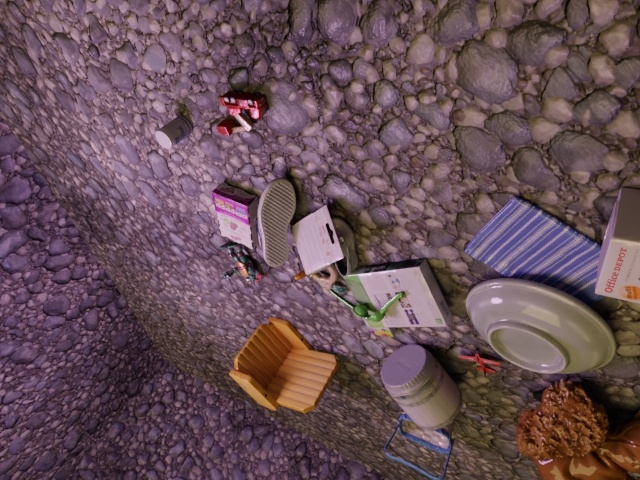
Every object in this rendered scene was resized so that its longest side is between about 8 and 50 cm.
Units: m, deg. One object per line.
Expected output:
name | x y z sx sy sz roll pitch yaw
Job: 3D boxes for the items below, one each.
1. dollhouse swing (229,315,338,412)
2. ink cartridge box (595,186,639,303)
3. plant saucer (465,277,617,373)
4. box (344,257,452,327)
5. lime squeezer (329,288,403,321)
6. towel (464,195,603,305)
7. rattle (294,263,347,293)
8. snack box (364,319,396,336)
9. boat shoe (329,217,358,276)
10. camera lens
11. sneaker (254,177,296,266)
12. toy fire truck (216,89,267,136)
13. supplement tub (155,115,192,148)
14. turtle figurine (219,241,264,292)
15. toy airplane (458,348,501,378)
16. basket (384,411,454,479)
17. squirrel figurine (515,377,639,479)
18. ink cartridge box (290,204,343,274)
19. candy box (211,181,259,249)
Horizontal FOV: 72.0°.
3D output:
dollhouse swing | -0.153 0.558 2.001 0.305 0.346 0.315 -15 119 48
ink cartridge box | 0.699 0.025 0.875 0.233 0.168 0.171 14 139 29
plant saucer | 0.594 0.273 1.248 0.401 0.100 0.400 29 151 18
box | 0.252 0.185 1.481 0.322 0.058 0.232 -12 112 44
lime squeezer | 0.154 0.226 1.512 0.310 0.059 0.109 -3 119 44
towel | 0.569 0.052 1.122 0.336 0.040 0.243 33 143 5
rattle | 0.006 0.163 1.625 0.130 0.142 0.199 -9 120 22
snack box | 0.218 0.306 1.684 0.100 0.037 0.141 -3 127 39
boat shoe | 0.071 0.030 1.467 0.079 0.081 0.227 10 136 32
camera lens | 0.386 0.558 1.670 0.219 0.219 0.274 -17 118 48
sneaker | -0.161 -0.076 1.499 0.126 0.127 0.321 -2 121 -19
toy fire truck | -0.235 -0.372 1.306 0.192 0.047 0.135 14 139 26
supplement tub | -0.489 -0.362 1.473 0.071 0.107 0.071 22 141 19
turtle figurine | -0.336 0.118 1.867 0.175 0.118 0.234 -14 106 30
toy airplane | 0.568 0.432 1.546 0.151 0.028 0.151 23 143 19
basket | 0.441 0.830 1.862 0.255 0.289 0.201 16 134 30
squirrel figurine | 0.833 0.619 1.343 0.397 0.281 0.370 40 137 -8
ink cartridge box | 0.000 0.000 1.449 0.225 0.056 0.180 -28 78 50
candy box | -0.308 -0.090 1.653 0.159 0.071 0.233 23 141 17
